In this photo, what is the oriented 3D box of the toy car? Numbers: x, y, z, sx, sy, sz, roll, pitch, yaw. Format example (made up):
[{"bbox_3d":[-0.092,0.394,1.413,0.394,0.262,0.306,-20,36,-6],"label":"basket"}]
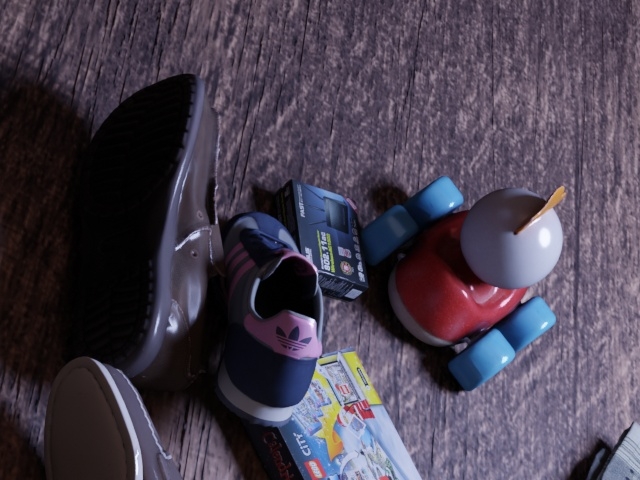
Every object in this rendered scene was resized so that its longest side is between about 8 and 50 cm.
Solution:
[{"bbox_3d":[0.205,0.005,2.148,0.219,0.238,0.210,53,39,4],"label":"toy car"}]

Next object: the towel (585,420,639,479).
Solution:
[{"bbox_3d":[0.407,0.384,2.147,0.324,0.056,0.312,46,33,1],"label":"towel"}]

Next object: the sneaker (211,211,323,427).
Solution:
[{"bbox_3d":[-0.040,0.045,1.924,0.112,0.131,0.319,17,31,-18],"label":"sneaker"}]

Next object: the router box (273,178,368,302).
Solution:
[{"bbox_3d":[0.000,0.000,2.115,0.092,0.038,0.122,17,49,-33],"label":"router box"}]

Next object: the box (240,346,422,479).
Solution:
[{"bbox_3d":[0.021,0.230,1.943,0.159,0.044,0.233,-10,67,-47],"label":"box"}]

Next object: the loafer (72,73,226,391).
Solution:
[{"bbox_3d":[-0.163,-0.002,1.912,0.130,0.133,0.366,45,42,-44],"label":"loafer"}]

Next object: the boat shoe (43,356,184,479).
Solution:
[{"bbox_3d":[-0.156,0.258,1.699,0.096,0.116,0.324,2,62,-48],"label":"boat shoe"}]
